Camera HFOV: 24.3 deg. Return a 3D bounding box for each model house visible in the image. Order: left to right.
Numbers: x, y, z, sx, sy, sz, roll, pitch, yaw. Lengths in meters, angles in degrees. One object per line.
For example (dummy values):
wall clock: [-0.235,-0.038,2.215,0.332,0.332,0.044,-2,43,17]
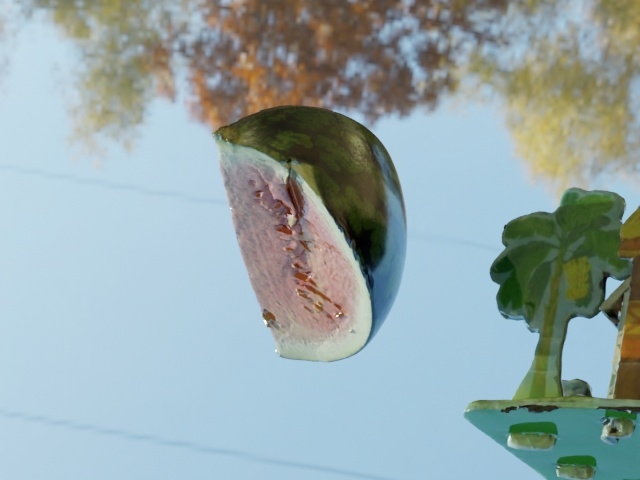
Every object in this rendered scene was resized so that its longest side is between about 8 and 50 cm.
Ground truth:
model house: [0.328,0.061,1.277,0.357,0.242,0.313,-5,-122,37]

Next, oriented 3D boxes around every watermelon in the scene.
watermelon: [0.017,0.015,1.341,0.159,0.303,0.128,-19,-132,-7]
